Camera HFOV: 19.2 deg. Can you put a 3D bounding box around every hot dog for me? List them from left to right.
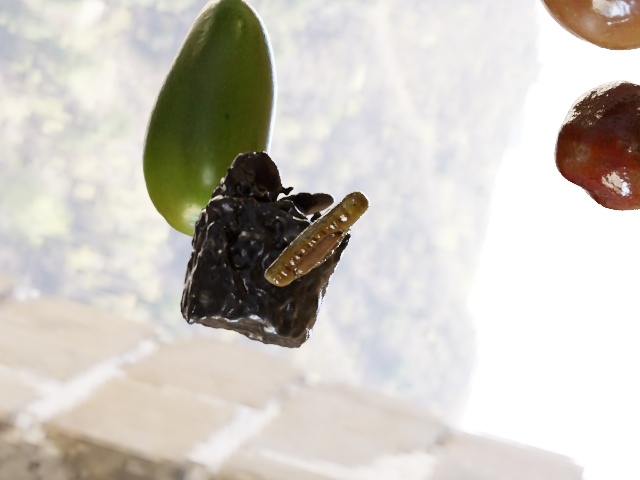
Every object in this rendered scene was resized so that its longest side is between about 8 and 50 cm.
[{"bbox_3d":[0.000,0.001,1.920,0.137,0.028,0.044,-43,153,17],"label":"hot dog"}]

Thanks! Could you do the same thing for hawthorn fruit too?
[{"bbox_3d":[0.394,-0.120,2.419,0.188,0.169,0.169,17,-90,60],"label":"hawthorn fruit"}]

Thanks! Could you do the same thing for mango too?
[{"bbox_3d":[-0.146,-0.171,2.553,0.192,0.156,0.343,-6,-111,46],"label":"mango"}]

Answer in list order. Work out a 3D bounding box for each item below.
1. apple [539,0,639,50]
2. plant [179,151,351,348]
[{"bbox_3d":[0.281,-0.258,1.665,0.201,0.201,0.162,-69,146,-50],"label":"apple"},{"bbox_3d":[-0.066,0.011,2.269,0.204,0.178,0.234,129,-21,-77],"label":"plant"}]
